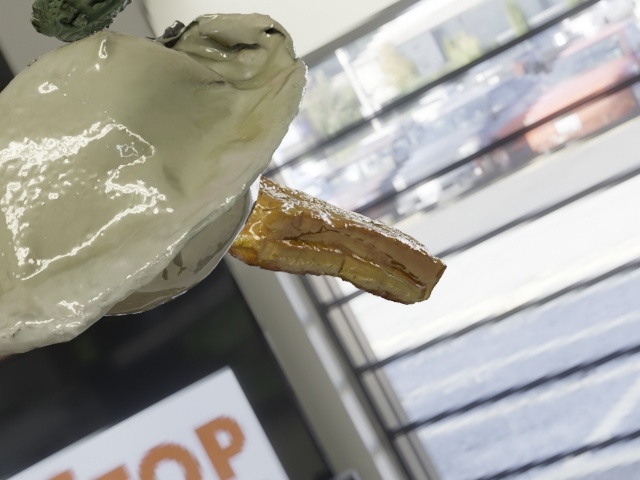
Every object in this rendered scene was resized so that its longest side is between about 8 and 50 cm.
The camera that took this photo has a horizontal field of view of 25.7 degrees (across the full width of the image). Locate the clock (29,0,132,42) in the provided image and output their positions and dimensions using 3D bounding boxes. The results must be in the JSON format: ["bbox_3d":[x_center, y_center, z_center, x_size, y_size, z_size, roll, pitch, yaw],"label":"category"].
[{"bbox_3d":[-0.143,-0.155,0.878,0.083,0.010,0.074,-42,-23,21],"label":"clock"}]

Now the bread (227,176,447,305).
[{"bbox_3d":[0.000,-0.002,1.446,0.271,0.077,0.139,15,14,-43],"label":"bread"}]

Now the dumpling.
[{"bbox_3d":[-0.114,-0.022,0.863,0.293,0.204,0.163,-43,-31,-13],"label":"dumpling"}]
